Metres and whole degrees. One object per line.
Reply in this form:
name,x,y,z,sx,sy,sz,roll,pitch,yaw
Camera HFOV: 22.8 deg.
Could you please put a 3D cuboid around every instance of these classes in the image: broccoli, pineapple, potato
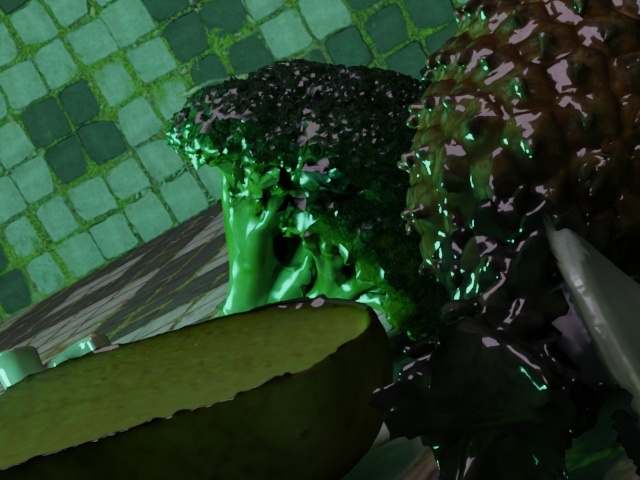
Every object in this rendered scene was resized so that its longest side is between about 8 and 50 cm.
broccoli,0.000,0.000,1.124,0.269,0.254,0.269,-43,-22,-23
pineapple,0.120,-0.004,0.815,0.202,0.202,0.362,-25,24,36
potato,-0.082,0.122,0.895,0.271,0.111,0.160,-18,13,4

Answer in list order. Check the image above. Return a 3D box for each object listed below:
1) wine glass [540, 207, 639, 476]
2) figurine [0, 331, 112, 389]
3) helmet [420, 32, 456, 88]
wine glass,0.233,-0.021,0.508,0.321,0.143,0.143,-31,7,15
figurine,-0.197,0.155,1.042,0.162,0.141,0.237,-32,7,25
helmet,0.214,-0.136,1.291,0.230,0.160,0.279,-32,-6,9
